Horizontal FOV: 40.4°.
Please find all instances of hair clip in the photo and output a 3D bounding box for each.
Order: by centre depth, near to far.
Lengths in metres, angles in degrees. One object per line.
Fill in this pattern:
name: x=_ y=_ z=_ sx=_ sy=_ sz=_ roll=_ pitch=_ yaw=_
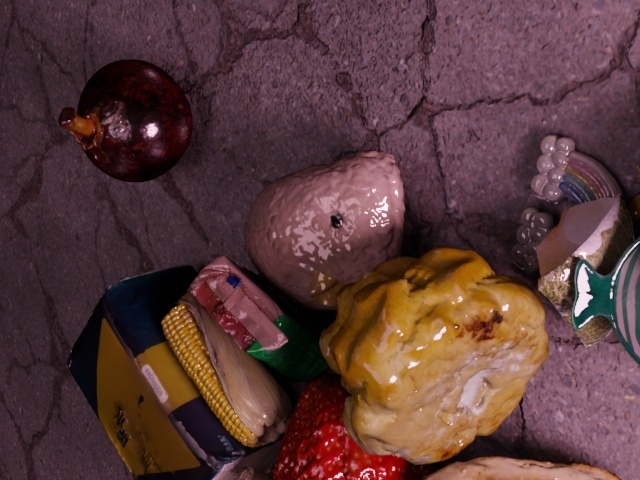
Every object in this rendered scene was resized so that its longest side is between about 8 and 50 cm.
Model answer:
hair clip: x=0.326 y=-0.017 z=1.131 sx=0.140 sy=0.054 sz=0.220 roll=26 pitch=112 yaw=38

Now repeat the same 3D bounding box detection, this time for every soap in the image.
soap: x=-0.090 y=0.138 z=1.420 sx=0.098 sy=0.273 sz=0.218 roll=-44 pitch=62 yaw=0

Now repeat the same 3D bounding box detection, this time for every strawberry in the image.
strawberry: x=0.042 y=0.344 z=1.301 sx=0.249 sy=0.238 sz=0.289 roll=-4 pitch=95 yaw=9

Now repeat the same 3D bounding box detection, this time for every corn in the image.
corn: x=-0.160 y=0.209 z=1.474 sx=0.305 sy=0.123 sz=0.122 roll=51 pitch=129 yaw=24

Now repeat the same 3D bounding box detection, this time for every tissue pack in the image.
tissue pack: x=-0.256 y=0.291 z=1.633 sx=0.417 sy=0.253 sz=0.264 roll=51 pitch=130 yaw=21

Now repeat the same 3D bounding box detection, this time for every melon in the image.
melon: x=0.307 y=0.043 z=1.058 sx=0.093 sy=0.139 sz=0.203 roll=19 pitch=115 yaw=48

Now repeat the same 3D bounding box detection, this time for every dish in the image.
dish: x=0.416 y=0.065 z=1.001 sx=0.245 sy=0.078 sz=0.224 roll=4 pitch=97 yaw=14

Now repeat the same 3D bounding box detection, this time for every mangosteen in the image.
mangosteen: x=-0.372 y=-0.215 z=1.611 sx=0.235 sy=0.261 sz=0.236 roll=11 pitch=107 yaw=41

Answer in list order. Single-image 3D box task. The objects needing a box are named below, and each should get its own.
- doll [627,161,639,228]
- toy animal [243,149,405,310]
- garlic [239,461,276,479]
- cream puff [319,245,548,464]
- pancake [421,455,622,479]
doll: x=0.413 y=-0.054 z=1.037 sx=0.078 sy=0.077 sz=0.113 roll=25 pitch=150 yaw=29
toy animal: x=-0.004 y=0.002 z=1.356 sx=0.358 sy=0.188 sz=0.227 roll=-15 pitch=91 yaw=52
garlic: x=-0.062 y=0.443 z=1.485 sx=0.212 sy=0.219 sz=0.218 roll=41 pitch=142 yaw=-25
cream puff: x=0.129 y=0.128 z=1.176 sx=0.291 sy=0.324 sz=0.257 roll=-55 pitch=44 yaw=10
pancake: x=0.273 y=0.440 z=1.163 sx=0.355 sy=0.065 sz=0.356 roll=1 pitch=106 yaw=4
